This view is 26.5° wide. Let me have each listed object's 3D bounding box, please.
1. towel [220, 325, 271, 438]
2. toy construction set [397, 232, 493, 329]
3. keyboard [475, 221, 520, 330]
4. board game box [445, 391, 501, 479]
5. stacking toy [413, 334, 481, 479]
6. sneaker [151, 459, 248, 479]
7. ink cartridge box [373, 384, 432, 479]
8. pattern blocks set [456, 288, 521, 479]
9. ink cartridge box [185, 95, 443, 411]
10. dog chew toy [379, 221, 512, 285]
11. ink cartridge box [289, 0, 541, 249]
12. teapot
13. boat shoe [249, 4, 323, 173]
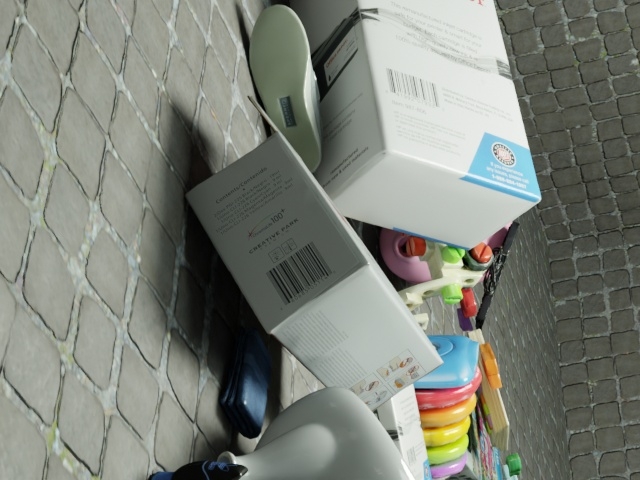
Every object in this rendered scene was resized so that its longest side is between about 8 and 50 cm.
[{"bbox_3d":[-0.079,0.156,1.491,0.119,0.029,0.067,-83,156,-50],"label":"towel"},{"bbox_3d":[0.131,-0.008,2.044,0.151,0.215,0.327,143,-56,-61],"label":"toy construction set"},{"bbox_3d":[0.283,0.050,2.244,0.100,0.038,0.192,90,21,-67],"label":"keyboard"},{"bbox_3d":[0.226,0.323,2.306,0.303,0.097,0.224,54,28,-58],"label":"board game box"},{"bbox_3d":[0.164,0.301,2.061,0.175,0.166,0.302,-62,150,-71],"label":"stacking toy"},{"bbox_3d":[-0.087,0.314,1.238,0.081,0.090,0.232,-33,110,-73],"label":"sneaker"},{"bbox_3d":[0.086,0.263,1.878,0.148,0.086,0.203,2,76,-74],"label":"ink cartridge box"},{"bbox_3d":[0.264,0.237,2.176,0.285,0.026,0.325,76,-1,-55],"label":"pattern blocks set"},{"bbox_3d":[-0.015,0.024,1.550,0.272,0.130,0.309,57,3,32],"label":"ink cartridge box"},{"bbox_3d":[0.199,-0.009,2.282,0.332,0.207,0.206,-17,96,-67],"label":"dog chew toy"},{"bbox_3d":[0.128,-0.216,1.951,0.285,0.166,0.395,15,53,-33],"label":"ink cartridge box"},{"bbox_3d":[0.000,0.291,1.411,0.256,0.187,0.252,61,-11,-2],"label":"teapot"},{"bbox_3d":[-0.043,-0.199,1.806,0.081,0.079,0.227,-72,153,-77],"label":"boat shoe"}]
